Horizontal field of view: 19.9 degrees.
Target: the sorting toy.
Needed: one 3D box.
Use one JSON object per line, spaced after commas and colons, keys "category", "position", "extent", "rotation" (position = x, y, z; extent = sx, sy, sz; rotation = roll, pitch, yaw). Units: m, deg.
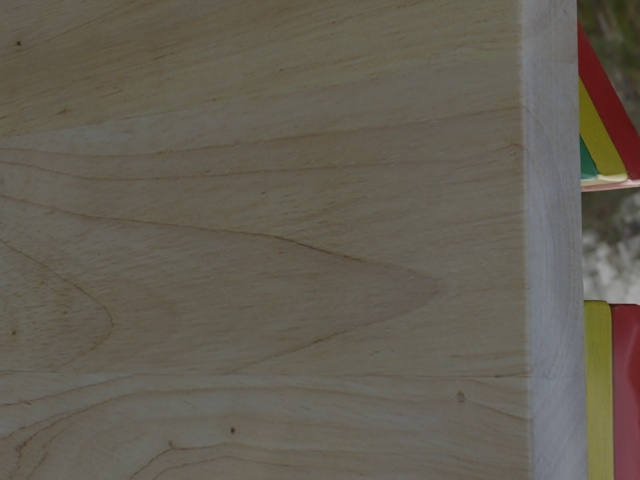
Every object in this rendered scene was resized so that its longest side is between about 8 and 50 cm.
{"category": "sorting toy", "position": [0.000, 0.000, 0.602], "extent": [0.089, 0.256, 0.257], "rotation": [1, 177, -42]}
